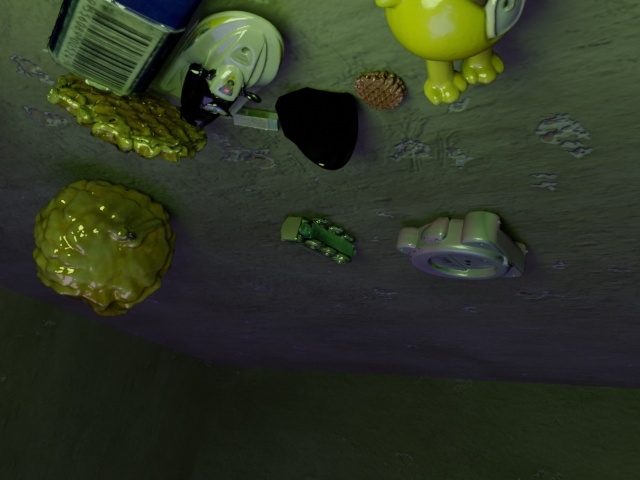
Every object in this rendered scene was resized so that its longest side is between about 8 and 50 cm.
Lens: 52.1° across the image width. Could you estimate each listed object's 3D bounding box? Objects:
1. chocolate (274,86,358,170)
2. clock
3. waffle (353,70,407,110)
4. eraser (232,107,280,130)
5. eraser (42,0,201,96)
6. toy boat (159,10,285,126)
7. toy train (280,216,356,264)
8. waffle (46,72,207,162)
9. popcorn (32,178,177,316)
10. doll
[{"bbox_3d":[0.004,-0.189,1.080,0.149,0.125,0.080,44,176,15],"label":"chocolate"},{"bbox_3d":[0.314,0.020,1.468,0.248,0.090,0.227,-3,155,37],"label":"clock"},{"bbox_3d":[0.091,-0.232,1.008,0.075,0.029,0.083,0,154,26],"label":"waffle"},{"bbox_3d":[-0.114,-0.216,1.162,0.083,0.019,0.038,9,158,4],"label":"eraser"},{"bbox_3d":[-0.260,-0.314,0.873,0.155,0.101,0.332,22,155,-24],"label":"eraser"},{"bbox_3d":[-0.151,-0.242,0.967,0.141,0.140,0.269,21,171,-24],"label":"toy boat"},{"bbox_3d":[0.000,0.000,1.596,0.125,0.080,0.194,6,164,43],"label":"toy train"},{"bbox_3d":[-0.297,-0.202,1.045,0.245,0.254,0.052,23,113,-10],"label":"waffle"},{"bbox_3d":[-0.544,0.001,1.612,0.349,0.349,0.382,30,177,-41],"label":"popcorn"},{"bbox_3d":[0.143,-0.303,0.681,0.199,0.145,0.363,-29,145,-4],"label":"doll"}]
